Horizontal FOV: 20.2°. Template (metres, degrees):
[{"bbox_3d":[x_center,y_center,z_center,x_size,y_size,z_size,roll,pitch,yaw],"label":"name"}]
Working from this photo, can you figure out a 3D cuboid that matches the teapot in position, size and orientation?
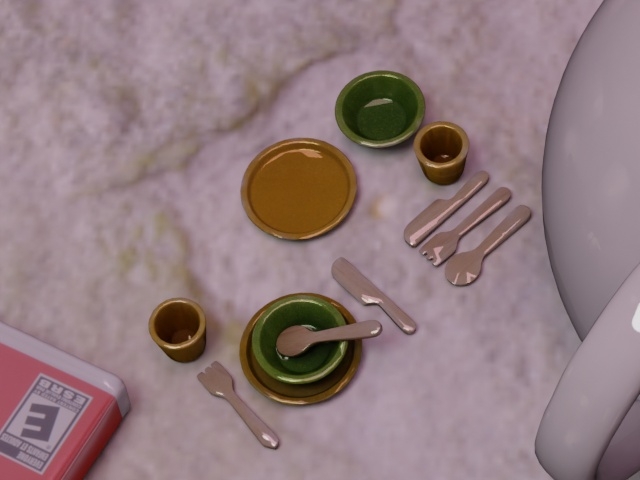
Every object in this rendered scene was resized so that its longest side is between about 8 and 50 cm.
[{"bbox_3d":[0.191,-0.038,0.617,0.252,0.187,0.256,-4,62,5],"label":"teapot"}]

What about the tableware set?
[{"bbox_3d":[0.000,0.000,0.711,0.154,0.024,0.104,-40,65,-14],"label":"tableware set"}]

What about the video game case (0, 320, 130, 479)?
[{"bbox_3d":[-0.229,0.127,0.656,0.204,0.025,0.285,23,62,17],"label":"video game case"}]
